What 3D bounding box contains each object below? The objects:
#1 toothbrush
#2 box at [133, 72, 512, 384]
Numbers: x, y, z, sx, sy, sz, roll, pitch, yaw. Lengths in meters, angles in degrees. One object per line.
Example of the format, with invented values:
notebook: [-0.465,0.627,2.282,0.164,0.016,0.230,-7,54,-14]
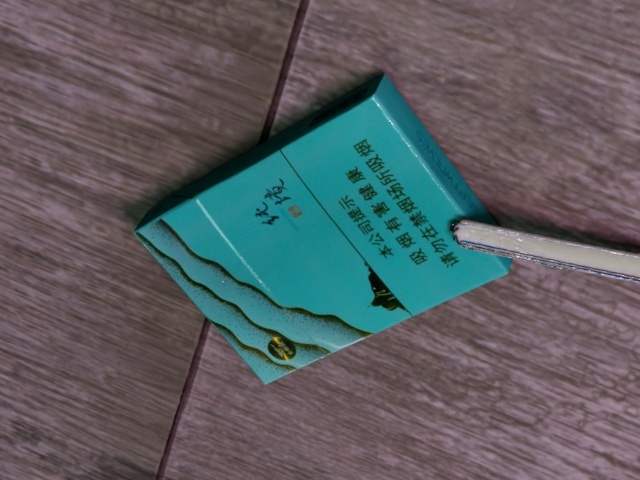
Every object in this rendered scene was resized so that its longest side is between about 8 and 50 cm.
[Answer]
toothbrush: [0.229,0.023,0.893,0.294,0.028,0.026,14,119,4]
box: [0.000,0.000,0.962,0.226,0.042,0.161,-27,111,31]
